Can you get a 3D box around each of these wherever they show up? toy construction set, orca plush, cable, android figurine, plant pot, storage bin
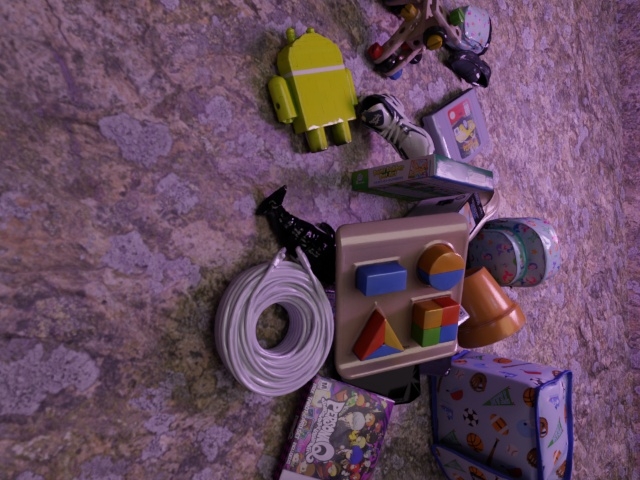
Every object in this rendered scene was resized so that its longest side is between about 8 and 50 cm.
[{"bbox_3d":[0.238,-0.592,1.135,0.309,0.237,0.257,53,56,-25],"label":"toy construction set"},{"bbox_3d":[0.000,0.000,0.982,0.151,0.102,0.287,-47,117,-33],"label":"orca plush"},{"bbox_3d":[-0.090,0.169,0.899,0.257,0.089,0.257,-42,112,-31],"label":"cable"},{"bbox_3d":[-0.009,-0.342,1.025,0.248,0.056,0.273,-27,106,-39],"label":"android figurine"},{"bbox_3d":[0.460,0.185,1.331,0.205,0.205,0.188,-25,88,-39],"label":"plant pot"},{"bbox_3d":[0.270,0.293,1.216,0.180,0.084,0.122,19,76,-40],"label":"storage bin"}]

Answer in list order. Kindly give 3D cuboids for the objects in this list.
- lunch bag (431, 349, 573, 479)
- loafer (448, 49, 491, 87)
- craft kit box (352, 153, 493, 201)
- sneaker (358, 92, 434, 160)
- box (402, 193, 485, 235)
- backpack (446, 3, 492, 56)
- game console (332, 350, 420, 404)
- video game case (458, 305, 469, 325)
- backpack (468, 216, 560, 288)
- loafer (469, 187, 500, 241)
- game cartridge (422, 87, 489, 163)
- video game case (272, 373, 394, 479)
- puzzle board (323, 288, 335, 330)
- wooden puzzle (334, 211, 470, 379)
[{"bbox_3d":[0.483,0.530,1.227,0.238,0.327,0.386,-4,93,-39],"label":"lunch bag"},{"bbox_3d":[0.488,-0.550,1.460,0.223,0.076,0.078,1,79,-45],"label":"loafer"},{"bbox_3d":[0.252,-0.147,1.118,0.249,0.246,0.061,4,82,-42],"label":"craft kit box"},{"bbox_3d":[0.169,-0.274,1.102,0.153,0.094,0.235,-3,63,-43],"label":"sneaker"},{"bbox_3d":[0.294,-0.027,1.193,0.290,0.169,0.087,-41,115,-40],"label":"box"},{"bbox_3d":[0.454,-0.662,1.413,0.182,0.115,0.152,-3,92,-39],"label":"backpack"},{"bbox_3d":[0.129,0.210,1.079,0.213,0.044,0.362,0,83,-19],"label":"game console"},{"bbox_3d":[0.272,0.156,1.193,0.193,0.023,0.212,-22,69,-40],"label":"video game case"},{"bbox_3d":[0.591,0.039,1.399,0.191,0.253,0.225,-14,97,-41],"label":"backpack"},{"bbox_3d":[0.474,-0.098,1.406,0.268,0.102,0.092,-50,124,-31],"label":"loafer"},{"bbox_3d":[0.432,-0.342,1.417,0.294,0.060,0.196,-38,116,-36],"label":"game cartridge"},{"bbox_3d":[0.034,0.427,0.976,0.210,0.042,0.232,25,76,-18],"label":"video game case"},{"bbox_3d":[-0.005,0.157,1.030,0.128,0.011,0.097,11,81,-41],"label":"puzzle board"},{"bbox_3d":[0.189,0.127,0.992,0.322,0.080,0.348,-7,106,-19],"label":"wooden puzzle"}]
